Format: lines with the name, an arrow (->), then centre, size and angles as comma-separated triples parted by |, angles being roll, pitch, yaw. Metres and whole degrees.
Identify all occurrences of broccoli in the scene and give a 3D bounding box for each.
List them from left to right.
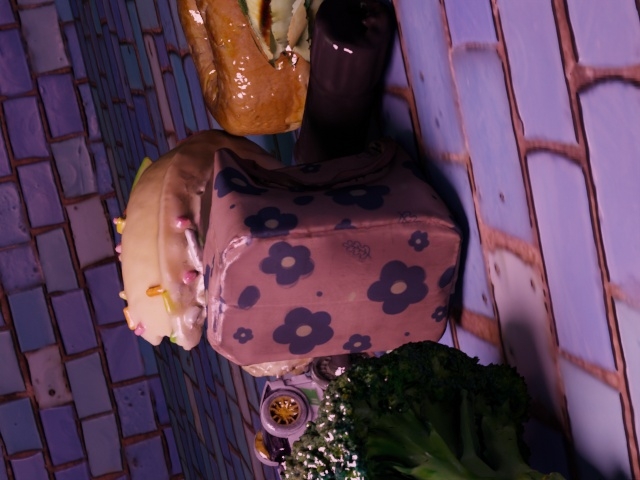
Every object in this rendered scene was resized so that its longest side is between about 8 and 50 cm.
broccoli -> 0.105, 0.224, 1.097 | 0.297, 0.297, 0.297 | 4, 110, 47

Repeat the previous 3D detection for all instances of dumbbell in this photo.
dumbbell -> 0.020, 0.106, 1.482 | 0.110, 0.110, 0.254 | -127, 24, -53

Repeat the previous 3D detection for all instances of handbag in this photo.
handbag -> 0.000, 0.000, 1.284 | 0.193, 0.251, 0.190 | -110, 20, -51

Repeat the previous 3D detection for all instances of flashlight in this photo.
flashlight -> 0.013, -0.110, 1.415 | 0.424, 0.103, 0.103 | 101, 150, -54

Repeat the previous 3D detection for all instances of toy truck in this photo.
toy truck -> 0.039, 0.339, 1.569 | 0.146, 0.175, 0.367 | 108, 143, -60

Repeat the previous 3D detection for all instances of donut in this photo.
donut -> -0.124, 0.015, 1.612 | 0.371, 0.150, 0.307 | 26, -123, -60
donut -> -0.091, -0.258, 1.550 | 0.208, 0.128, 0.261 | 131, 121, -71

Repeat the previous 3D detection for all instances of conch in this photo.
conch -> -0.039, -0.281, 1.331 | 0.143, 0.137, 0.250 | 12, 120, 33

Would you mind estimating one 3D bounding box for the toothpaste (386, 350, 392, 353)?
toothpaste -> 0.107, 0.174, 1.432 | 0.075, 0.048, 0.297 | 111, 145, -74
